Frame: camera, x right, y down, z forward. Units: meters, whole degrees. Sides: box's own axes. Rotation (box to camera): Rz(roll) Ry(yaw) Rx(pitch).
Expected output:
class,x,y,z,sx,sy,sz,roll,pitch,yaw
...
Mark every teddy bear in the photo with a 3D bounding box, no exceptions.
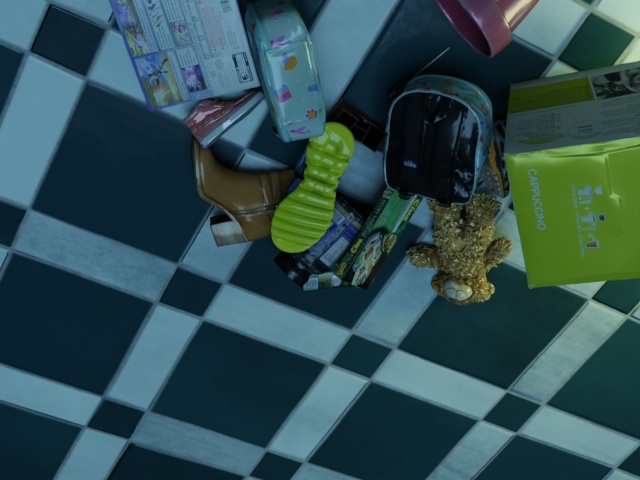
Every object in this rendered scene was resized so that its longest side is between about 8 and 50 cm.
class,x,y,z,sx,sy,sz,roll,pitch,yaw
teddy bear,0.340,0.025,2.215,0.245,0.113,0.338,11,124,-9

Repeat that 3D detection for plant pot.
class,x,y,z,sx,sy,sz,roll,pitch,yaw
plant pot,0.343,-0.492,1.806,0.180,0.201,0.201,-38,121,4

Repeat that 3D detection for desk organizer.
class,x,y,z,sx,sy,sz,roll,pitch,yaw
desk organizer,0.084,-0.253,2.032,0.130,0.050,0.047,31,118,-24

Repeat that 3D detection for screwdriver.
class,x,y,z,sx,sy,sz,roll,pitch,yaw
screwdriver,0.213,-0.359,1.985,0.170,0.024,0.025,-33,92,16

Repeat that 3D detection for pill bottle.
class,x,y,z,sx,sy,sz,roll,pitch,yaw
pill bottle,0.000,0.000,2.128,0.219,0.123,0.123,-44,119,3

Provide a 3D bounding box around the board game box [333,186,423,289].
class,x,y,z,sx,sy,sz,roll,pitch,yaw
board game box,0.136,-0.012,2.121,0.259,0.030,0.136,-58,146,3

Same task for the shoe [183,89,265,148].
class,x,y,z,sx,sy,sz,roll,pitch,yaw
shoe,-0.209,-0.284,1.980,0.178,0.063,0.081,-40,90,0

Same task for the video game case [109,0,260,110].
class,x,y,z,sx,sy,sz,roll,pitch,yaw
video game case,-0.273,-0.418,1.881,0.244,0.061,0.269,-12,125,3

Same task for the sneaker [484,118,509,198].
class,x,y,z,sx,sy,sz,roll,pitch,yaw
sneaker,0.410,-0.184,2.093,0.083,0.084,0.215,-29,134,-11

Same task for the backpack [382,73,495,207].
class,x,y,z,sx,sy,sz,roll,pitch,yaw
backpack,0.255,-0.226,1.957,0.225,0.191,0.253,14,131,21

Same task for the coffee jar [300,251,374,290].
class,x,y,z,sx,sy,sz,roll,pitch,yaw
coffee jar,0.040,0.072,2.234,0.184,0.096,0.079,-3,123,-3

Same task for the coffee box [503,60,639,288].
class,x,y,z,sx,sy,sz,roll,pitch,yaw
coffee box,0.579,-0.139,1.923,0.338,0.334,0.337,-6,123,18

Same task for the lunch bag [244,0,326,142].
class,x,y,z,sx,sy,sz,roll,pitch,yaw
lunch bag,-0.073,-0.343,1.854,0.108,0.224,0.279,-16,120,-6

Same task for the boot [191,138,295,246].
class,x,y,z,sx,sy,sz,roll,pitch,yaw
boot,-0.164,-0.126,2.077,0.220,0.109,0.283,-17,114,-1

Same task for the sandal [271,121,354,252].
class,x,y,z,sx,sy,sz,roll,pitch,yaw
sandal,-0.013,-0.118,2.036,0.126,0.138,0.317,26,104,-7
